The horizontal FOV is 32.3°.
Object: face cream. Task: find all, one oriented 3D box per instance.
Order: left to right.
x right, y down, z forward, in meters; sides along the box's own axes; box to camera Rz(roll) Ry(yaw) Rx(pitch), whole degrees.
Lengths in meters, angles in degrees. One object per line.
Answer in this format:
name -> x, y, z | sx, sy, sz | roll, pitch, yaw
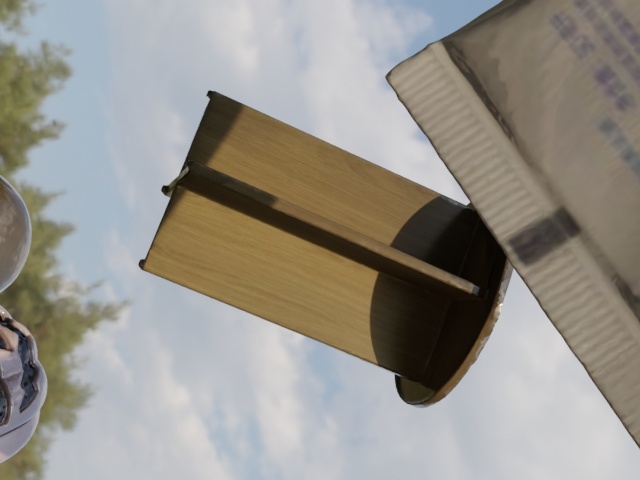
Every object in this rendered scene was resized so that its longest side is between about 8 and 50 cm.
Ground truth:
face cream -> 0.256, -0.110, 0.480 | 0.235, 0.420, 0.137 | 58, 11, 17

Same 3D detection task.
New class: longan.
longan -> -0.477, -0.003, 1.431 | 0.196, 0.220, 0.197 | 18, -53, 25

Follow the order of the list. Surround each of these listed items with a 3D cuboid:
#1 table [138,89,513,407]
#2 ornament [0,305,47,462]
table -> 0.000, 0.000, 0.780 | 0.167, 0.226, 0.167 | -60, -166, 27
ornament -> -0.362, 0.144, 1.076 | 0.177, 0.177, 0.178 | 42, -39, 48
